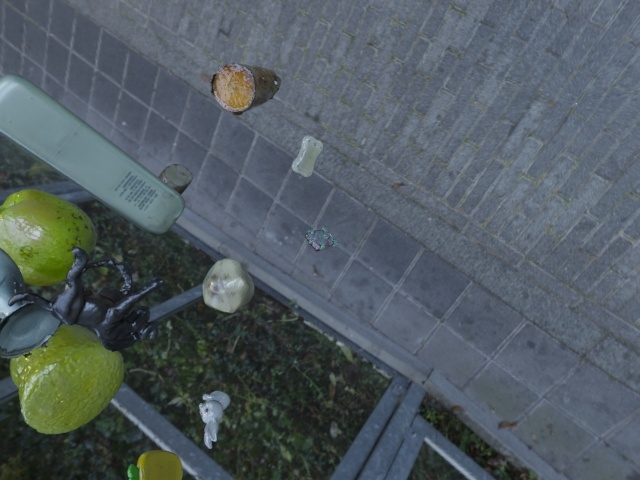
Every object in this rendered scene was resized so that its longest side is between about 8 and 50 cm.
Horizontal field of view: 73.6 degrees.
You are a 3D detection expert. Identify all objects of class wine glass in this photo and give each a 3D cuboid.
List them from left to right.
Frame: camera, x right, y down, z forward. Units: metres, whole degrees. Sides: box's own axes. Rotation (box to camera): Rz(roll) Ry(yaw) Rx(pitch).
[{"bbox_3d":[-0.860,0.139,1.125,0.357,0.190,0.190,31,119,16],"label":"wine glass"}]

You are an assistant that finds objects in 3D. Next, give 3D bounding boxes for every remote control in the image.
[{"bbox_3d":[-0.346,-0.117,0.655,0.310,0.090,0.038,40,169,-32],"label":"remote control"},{"bbox_3d":[-0.041,-0.261,1.331,0.032,0.074,0.122,24,91,52],"label":"remote control"}]

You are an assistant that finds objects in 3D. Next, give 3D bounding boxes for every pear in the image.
[{"bbox_3d":[-1.113,-0.015,1.690,0.392,0.391,0.390,10,110,28],"label":"pear"}]

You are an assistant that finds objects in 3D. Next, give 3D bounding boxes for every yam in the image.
[{"bbox_3d":[-0.399,-0.145,1.133,0.127,0.084,0.084,-35,86,47],"label":"yam"}]

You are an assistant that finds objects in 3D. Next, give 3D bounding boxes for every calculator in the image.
[{"bbox_3d":[-0.580,0.822,1.519,0.032,0.235,0.146,-27,59,18],"label":"calculator"}]

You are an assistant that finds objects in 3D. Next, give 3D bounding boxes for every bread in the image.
[{"bbox_3d":[-0.939,0.491,1.571,0.308,0.348,0.347,19,114,34],"label":"bread"}]

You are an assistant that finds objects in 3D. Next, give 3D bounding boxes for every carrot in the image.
[{"bbox_3d":[-0.141,-0.341,0.931,0.102,0.263,0.101,5,114,11],"label":"carrot"}]

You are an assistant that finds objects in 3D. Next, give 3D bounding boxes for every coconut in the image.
[{"bbox_3d":[-0.371,0.191,1.733,0.225,0.224,0.224,10,110,28],"label":"coconut"}]

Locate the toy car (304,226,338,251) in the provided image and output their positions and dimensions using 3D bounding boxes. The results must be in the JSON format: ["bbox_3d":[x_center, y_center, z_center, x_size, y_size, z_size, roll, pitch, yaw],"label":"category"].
[{"bbox_3d":[0.000,0.000,1.291,0.055,0.142,0.069,-46,74,25],"label":"toy car"}]

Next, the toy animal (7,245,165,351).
[{"bbox_3d":[-0.362,0.102,0.706,0.085,0.233,0.147,9,75,44],"label":"toy animal"}]

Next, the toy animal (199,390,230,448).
[{"bbox_3d":[-0.467,0.745,1.801,0.131,0.220,0.103,38,111,-14],"label":"toy animal"}]
